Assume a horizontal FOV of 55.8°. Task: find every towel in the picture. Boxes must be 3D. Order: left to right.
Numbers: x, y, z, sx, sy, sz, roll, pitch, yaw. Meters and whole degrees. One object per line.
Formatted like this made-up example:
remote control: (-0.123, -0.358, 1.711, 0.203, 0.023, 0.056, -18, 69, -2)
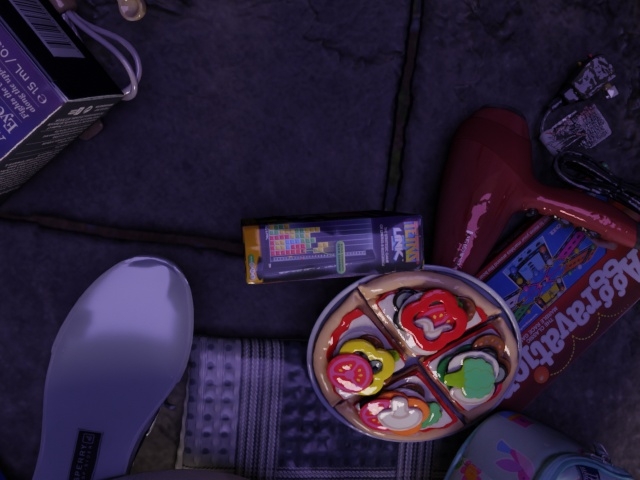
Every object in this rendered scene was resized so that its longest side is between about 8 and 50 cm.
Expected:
towel: (0.002, 0.265, 0.636, 0.312, 0.056, 0.324, 5, 93, -11)

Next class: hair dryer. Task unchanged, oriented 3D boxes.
hair dryer: (0.223, -0.045, 0.582, 0.293, 0.080, 0.224, -31, 72, -1)

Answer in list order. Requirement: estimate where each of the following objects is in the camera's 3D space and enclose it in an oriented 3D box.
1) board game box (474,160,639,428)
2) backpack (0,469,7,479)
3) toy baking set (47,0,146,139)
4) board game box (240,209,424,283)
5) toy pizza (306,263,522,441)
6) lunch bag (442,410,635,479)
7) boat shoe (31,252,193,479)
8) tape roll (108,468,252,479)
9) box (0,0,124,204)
board game box: (0.234, 0.059, 0.634, 0.281, 0.027, 0.145, -40, 100, -10)
backpack: (-0.364, 0.258, 0.558, 0.120, 0.098, 0.101, -39, 78, 6)
toy baking set: (-0.225, -0.225, 0.522, 0.196, 0.030, 0.256, 31, 115, 4)
board game box: (0.000, 0.000, 0.541, 0.141, 0.170, 0.048, -5, 95, -8)
toy pizza: (0.087, 0.115, 0.559, 0.201, 0.032, 0.201, 0, 115, 0)
lunch bag: (0.196, 0.314, 0.594, 0.224, 0.108, 0.279, 29, 88, -36)
boat shoe: (-0.193, 0.149, 0.565, 0.113, 0.105, 0.306, 12, 100, -13)
tape roll: (-0.143, 0.394, 0.534, 0.391, 0.072, 0.392, -3, 100, -17)
box: (-0.299, -0.114, 0.495, 0.207, 0.108, 0.153, -37, 99, 14)
